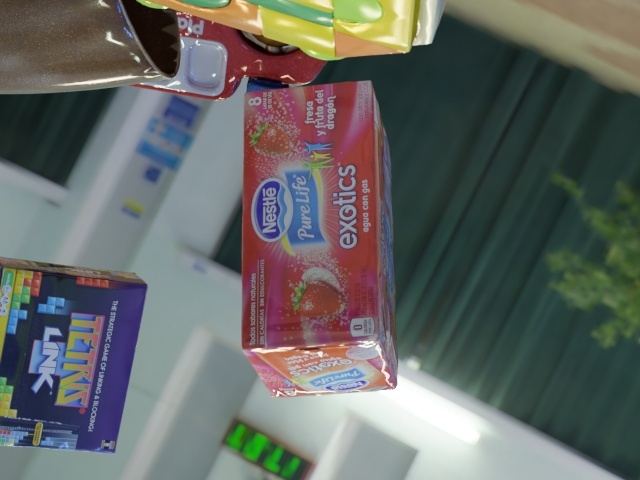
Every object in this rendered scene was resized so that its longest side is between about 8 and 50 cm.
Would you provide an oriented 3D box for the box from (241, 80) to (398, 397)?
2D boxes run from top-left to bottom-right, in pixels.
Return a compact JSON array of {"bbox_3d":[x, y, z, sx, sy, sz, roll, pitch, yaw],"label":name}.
[{"bbox_3d":[0.000,0.000,1.434,0.123,0.257,0.128,-5,155,9],"label":"box"}]

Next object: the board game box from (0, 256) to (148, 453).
[{"bbox_3d":[-0.247,0.109,1.495,0.141,0.170,0.048,7,-169,-24],"label":"board game box"}]

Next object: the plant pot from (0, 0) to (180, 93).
[{"bbox_3d":[-0.271,-0.219,1.443,0.230,0.215,0.215,-15,173,10],"label":"plant pot"}]

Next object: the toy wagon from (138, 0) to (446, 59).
[{"bbox_3d":[-0.091,-0.200,0.939,0.344,0.068,0.267,17,166,5],"label":"toy wagon"}]

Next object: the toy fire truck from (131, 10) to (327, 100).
[{"bbox_3d":[-0.101,-0.271,1.750,0.302,0.254,0.169,11,-156,4],"label":"toy fire truck"}]
